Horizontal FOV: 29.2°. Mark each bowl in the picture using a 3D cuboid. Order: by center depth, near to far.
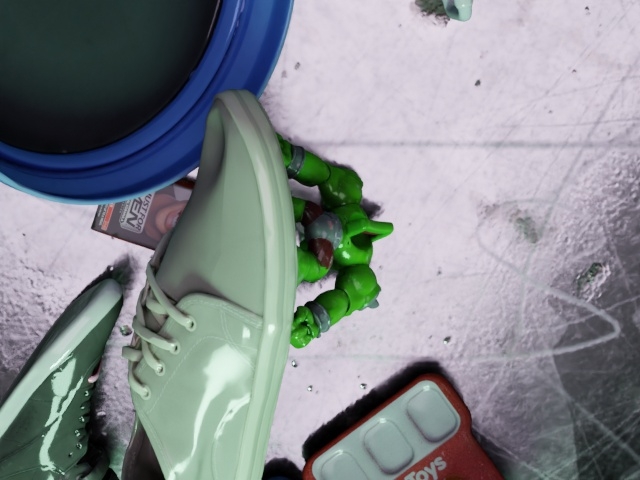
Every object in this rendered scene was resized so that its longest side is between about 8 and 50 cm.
[{"bbox_3d":[-0.184,-0.226,1.019,0.391,0.077,0.391,-20,120,-41],"label":"bowl"}]

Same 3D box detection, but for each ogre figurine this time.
[{"bbox_3d":[0.000,0.000,1.155,0.118,0.197,0.097,2,144,-38],"label":"ogre figurine"}]

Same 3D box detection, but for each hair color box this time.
[{"bbox_3d":[-0.143,-0.024,1.189,0.141,0.043,0.072,18,99,-6],"label":"hair color box"}]

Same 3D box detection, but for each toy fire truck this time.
[{"bbox_3d":[0.065,0.310,1.217,0.302,0.169,0.254,-36,74,6],"label":"toy fire truck"}]

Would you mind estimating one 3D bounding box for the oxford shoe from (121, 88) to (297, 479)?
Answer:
[{"bbox_3d":[-0.110,0.081,1.106,0.130,0.169,0.449,-1,121,-20],"label":"oxford shoe"}]

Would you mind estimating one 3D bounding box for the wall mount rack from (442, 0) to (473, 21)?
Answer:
[{"bbox_3d":[0.186,-0.370,1.092,0.350,0.130,0.304,-15,101,0],"label":"wall mount rack"}]

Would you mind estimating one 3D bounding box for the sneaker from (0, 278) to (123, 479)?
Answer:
[{"bbox_3d":[-0.238,0.179,1.199,0.147,0.104,0.296,34,104,-9],"label":"sneaker"}]
